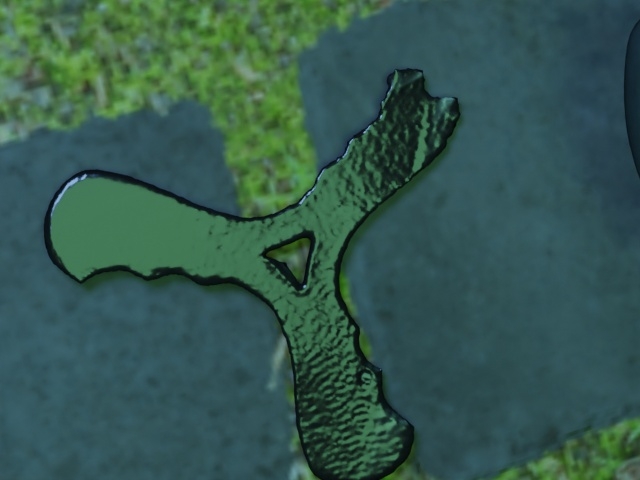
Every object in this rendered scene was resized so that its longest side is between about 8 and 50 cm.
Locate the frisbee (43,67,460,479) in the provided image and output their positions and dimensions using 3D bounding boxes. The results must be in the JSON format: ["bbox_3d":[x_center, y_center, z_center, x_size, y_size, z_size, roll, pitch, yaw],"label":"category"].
[{"bbox_3d":[0.000,0.000,0.858,0.211,0.012,0.187,45,87,-12],"label":"frisbee"}]

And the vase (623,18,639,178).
[{"bbox_3d":[0.268,-0.039,0.842,0.251,0.156,0.301,-16,106,-8],"label":"vase"}]
